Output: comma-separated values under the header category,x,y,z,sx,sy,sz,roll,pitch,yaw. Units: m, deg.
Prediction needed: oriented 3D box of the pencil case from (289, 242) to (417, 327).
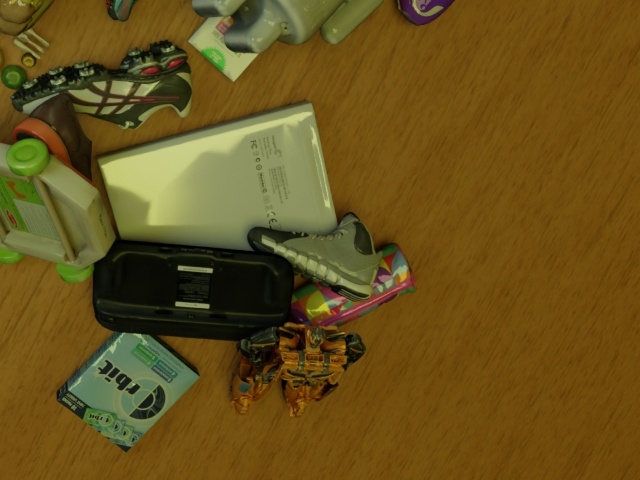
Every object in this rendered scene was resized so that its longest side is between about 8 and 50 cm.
category,x,y,z,sx,sy,sz,roll,pitch,yaw
pencil case,0.051,0.095,1.676,0.236,0.104,0.104,-29,113,-7

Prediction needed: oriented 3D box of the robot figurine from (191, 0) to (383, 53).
category,x,y,z,sx,sy,sz,roll,pitch,yaw
robot figurine,-0.026,-0.429,1.415,0.353,0.200,0.300,-50,121,-10

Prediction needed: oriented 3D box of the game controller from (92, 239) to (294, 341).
category,x,y,z,sx,sy,sz,roll,pitch,yaw
game controller,-0.204,0.083,1.553,0.319,0.067,0.166,5,113,-7

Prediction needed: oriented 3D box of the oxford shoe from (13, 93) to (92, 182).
category,x,y,z,sx,sy,sz,roll,pitch,yaw
oxford shoe,-0.371,-0.103,1.457,0.098,0.097,0.271,-59,162,-31

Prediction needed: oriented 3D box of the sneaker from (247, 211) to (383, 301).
category,x,y,z,sx,sy,sz,roll,pitch,yaw
sneaker,0.000,0.000,1.605,0.229,0.086,0.132,27,74,-10

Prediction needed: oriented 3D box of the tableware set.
category,x,y,z,sx,sy,sz,roll,pitch,yaw
tableware set,-0.489,-0.299,1.435,0.154,0.024,0.104,36,98,-24

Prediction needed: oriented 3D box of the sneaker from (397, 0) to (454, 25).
category,x,y,z,sx,sy,sz,roll,pitch,yaw
sneaker,0.233,-0.469,1.523,0.102,0.146,0.293,34,95,-23

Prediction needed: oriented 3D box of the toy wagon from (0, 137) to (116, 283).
category,x,y,z,sx,sy,sz,roll,pitch,yaw
toy wagon,-0.473,-0.064,1.417,0.344,0.068,0.267,14,144,15

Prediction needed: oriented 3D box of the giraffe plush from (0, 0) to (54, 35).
category,x,y,z,sx,sy,sz,roll,pitch,yaw
giraffe plush,-0.422,-0.413,1.340,0.170,0.181,0.210,42,72,-16

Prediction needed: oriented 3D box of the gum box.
category,x,y,z,sx,sy,sz,roll,pitch,yaw
gum box,-0.325,0.244,1.643,0.184,0.041,0.157,-46,112,1

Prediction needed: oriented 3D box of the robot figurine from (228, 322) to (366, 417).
category,x,y,z,sx,sy,sz,roll,pitch,yaw
robot figurine,-0.046,0.216,1.604,0.211,0.291,0.085,5,63,-18

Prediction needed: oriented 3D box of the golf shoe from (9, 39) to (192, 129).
category,x,y,z,sx,sy,sz,roll,pitch,yaw
golf shoe,-0.325,-0.216,1.467,0.273,0.105,0.120,-15,116,-11

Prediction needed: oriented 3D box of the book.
category,x,y,z,sx,sy,sz,roll,pitch,yaw
book,-0.126,-0.337,1.526,0.096,0.035,0.144,40,94,-19

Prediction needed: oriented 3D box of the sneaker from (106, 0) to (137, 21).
category,x,y,z,sx,sy,sz,roll,pitch,yaw
sneaker,-0.216,-0.423,1.431,0.125,0.104,0.262,32,96,-25

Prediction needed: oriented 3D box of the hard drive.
category,x,y,z,sx,sy,sz,roll,pitch,yaw
hard drive,-0.162,-0.073,1.588,0.353,0.047,0.233,-17,111,-12
